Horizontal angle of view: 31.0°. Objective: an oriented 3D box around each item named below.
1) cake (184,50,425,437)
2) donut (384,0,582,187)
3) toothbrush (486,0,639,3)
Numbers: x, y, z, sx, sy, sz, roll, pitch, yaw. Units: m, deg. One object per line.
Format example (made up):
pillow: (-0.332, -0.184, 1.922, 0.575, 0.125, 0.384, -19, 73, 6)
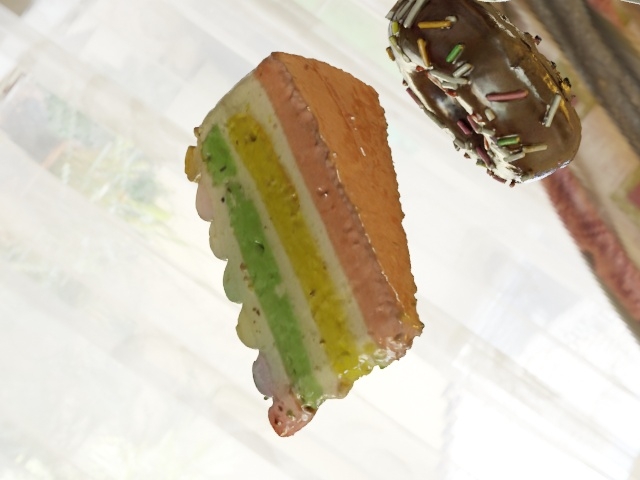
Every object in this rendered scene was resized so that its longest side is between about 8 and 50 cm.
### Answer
cake: (-0.016, -0.009, 0.646, 0.109, 0.090, 0.225, -43, -146, 29)
donut: (0.169, -0.168, 1.245, 0.103, 0.269, 0.270, -41, 179, -4)
toothbrush: (0.117, -0.188, 0.806, 0.042, 0.418, 0.040, -49, 136, -16)
